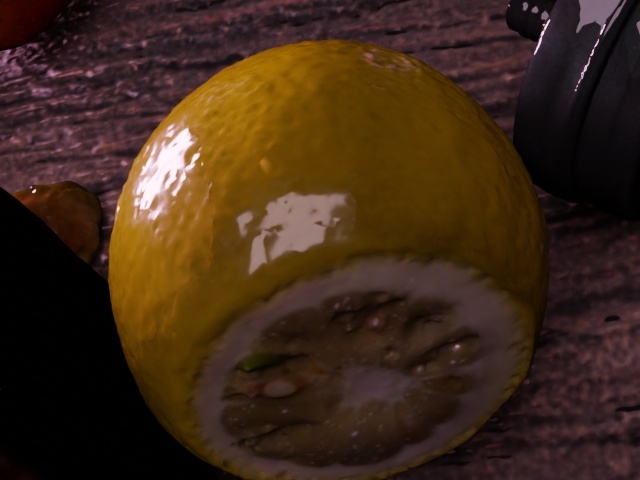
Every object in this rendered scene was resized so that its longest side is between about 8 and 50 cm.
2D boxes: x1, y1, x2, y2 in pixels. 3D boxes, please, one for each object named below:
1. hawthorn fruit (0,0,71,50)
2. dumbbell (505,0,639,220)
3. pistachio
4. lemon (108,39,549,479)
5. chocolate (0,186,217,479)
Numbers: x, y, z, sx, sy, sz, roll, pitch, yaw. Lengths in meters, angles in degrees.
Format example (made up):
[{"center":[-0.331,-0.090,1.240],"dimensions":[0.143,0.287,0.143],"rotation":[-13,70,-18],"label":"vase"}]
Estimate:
[{"center":[-0.267,-0.238,0.829],"dimensions":[0.179,0.200,0.179],"rotation":[-4,73,13],"label":"hawthorn fruit"},{"center":[0.267,-0.051,0.594],"dimensions":[0.388,0.185,0.185],"rotation":[31,81,25],"label":"dumbbell"},{"center":[-0.228,0.021,0.795],"dimensions":[0.089,0.049,0.173],"rotation":[38,83,27],"label":"pistachio"},{"center":[0.000,0.000,0.632],"dimensions":[0.240,0.240,0.219],"rotation":[-22,46,8],"label":"lemon"},{"center":[-0.213,0.097,0.646],"dimensions":[0.186,0.283,0.283],"rotation":[-45,63,5],"label":"chocolate"}]
